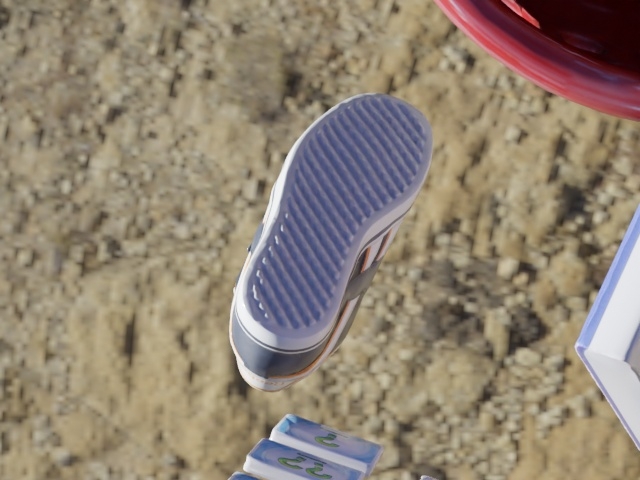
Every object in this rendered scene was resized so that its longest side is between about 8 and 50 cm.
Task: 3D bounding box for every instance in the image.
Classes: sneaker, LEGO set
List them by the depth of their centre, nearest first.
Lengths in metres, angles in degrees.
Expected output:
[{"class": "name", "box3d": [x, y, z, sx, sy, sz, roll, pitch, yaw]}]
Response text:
[{"class": "LEGO set", "box3d": [0.071, 0.167, 1.198, 0.244, 0.182, 0.060, 19, 103, 10]}, {"class": "sneaker", "box3d": [0.000, 0.000, 1.653, 0.126, 0.321, 0.127, 27, 142, 6]}]

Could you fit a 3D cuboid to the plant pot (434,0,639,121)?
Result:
[{"class": "plant pot", "box3d": [0.112, -0.139, 0.546, 0.191, 0.174, 0.191, 1, 103, 7]}]

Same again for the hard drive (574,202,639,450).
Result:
[{"class": "hard drive", "box3d": [0.256, -0.035, 1.097, 0.040, 0.210, 0.318, 19, 74, 28]}]
